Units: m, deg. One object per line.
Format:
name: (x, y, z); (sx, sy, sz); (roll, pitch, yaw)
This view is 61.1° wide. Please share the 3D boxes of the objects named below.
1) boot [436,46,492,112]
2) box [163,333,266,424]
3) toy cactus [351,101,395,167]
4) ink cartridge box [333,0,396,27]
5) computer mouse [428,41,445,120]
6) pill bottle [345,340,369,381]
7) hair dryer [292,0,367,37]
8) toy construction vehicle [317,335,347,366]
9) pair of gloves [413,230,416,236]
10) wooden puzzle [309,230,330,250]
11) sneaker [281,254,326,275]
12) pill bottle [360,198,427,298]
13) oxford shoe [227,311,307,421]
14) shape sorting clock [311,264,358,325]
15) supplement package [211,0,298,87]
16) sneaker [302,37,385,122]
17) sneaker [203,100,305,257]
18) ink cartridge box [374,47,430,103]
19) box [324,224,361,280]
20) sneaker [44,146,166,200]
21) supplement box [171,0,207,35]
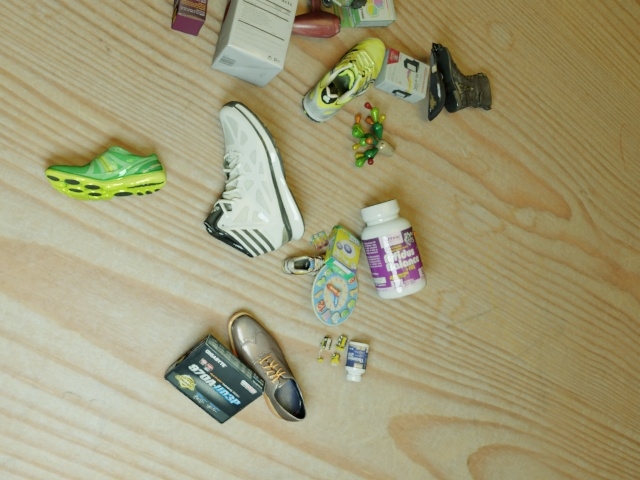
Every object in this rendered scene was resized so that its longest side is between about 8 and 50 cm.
boot: (0.539, -0.601, 2.033); (0.228, 0.091, 0.263); (-20, 99, -32)
box: (-0.287, 0.383, 1.487); (0.175, 0.051, 0.220); (-39, 107, 18)
toy cactus: (0.185, -0.339, 1.823); (0.180, 0.112, 0.219); (22, 67, -34)
ink cartridge box: (0.152, -0.793, 1.855); (0.209, 0.062, 0.109); (-13, 92, -27)
computer mouse: (0.410, -0.555, 1.890); (0.060, 0.184, 0.262); (3, 93, 11)
pill bottle: (0.115, 0.387, 1.735); (0.067, 0.067, 0.120); (14, 79, -25)
hair dryer: (-0.014, -0.755, 1.770); (0.223, 0.080, 0.293); (41, 69, 10)
toy construction vehicle: (0.035, 0.344, 1.721); (0.085, 0.035, 0.098); (22, 78, -35)
pair of gloves: (0.296, -0.004, 1.891); (0.083, 0.010, 0.074); (16, 80, -22)
wooden puzzle: (0.000, 0.000, 1.743); (0.083, 0.006, 0.049); (-26, 97, -26)
sneaker: (-0.023, 0.078, 1.681); (0.185, 0.084, 0.070); (-5, 88, -27)
pill bottle: (0.229, 0.024, 1.767); (0.169, 0.169, 0.302); (-19, 94, -27)
oxford shoe: (-0.141, 0.363, 1.570); (0.130, 0.132, 0.364); (-36, 102, -25)
shape sorting clock: (0.049, 0.166, 1.707); (0.206, 0.040, 0.206); (-5, 98, -40)
supplement package: (-0.189, -0.642, 1.605); (0.175, 0.177, 0.293); (16, 78, -24)
sneaker: (0.107, -0.530, 1.764); (0.145, 0.147, 0.385); (44, 67, -15)
sneaker: (-0.236, -0.158, 1.546); (0.257, 0.169, 0.448); (-29, 101, -28)
ink cartridge box: (0.288, -0.575, 1.900); (0.175, 0.072, 0.128); (15, 78, -24)
box: (0.075, 0.030, 1.720); (0.105, 0.043, 0.179); (37, 37, -20)
sneaker: (-0.564, -0.179, 1.435); (0.295, 0.109, 0.124); (-4, 65, -25)
supplement box: (-0.372, -0.705, 1.560); (0.080, 0.104, 0.188); (8, 82, -25)
